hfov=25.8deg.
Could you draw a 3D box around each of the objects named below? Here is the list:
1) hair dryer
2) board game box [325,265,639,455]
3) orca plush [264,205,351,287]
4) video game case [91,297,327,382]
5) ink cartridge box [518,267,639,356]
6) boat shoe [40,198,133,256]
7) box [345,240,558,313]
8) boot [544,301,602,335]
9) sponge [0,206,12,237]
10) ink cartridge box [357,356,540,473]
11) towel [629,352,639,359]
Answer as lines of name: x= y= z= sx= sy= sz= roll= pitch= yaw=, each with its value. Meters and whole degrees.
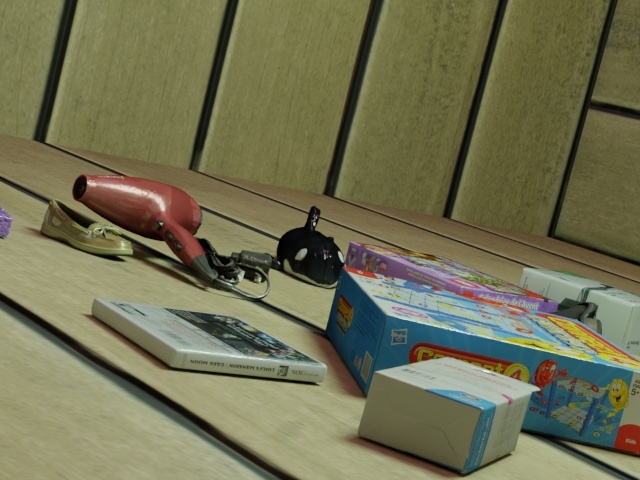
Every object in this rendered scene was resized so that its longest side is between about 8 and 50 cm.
hair dryer: x=-0.189 y=-0.020 z=1.850 sx=0.293 sy=0.080 sz=0.223 roll=24 pitch=4 yaw=-1
board game box: x=0.178 y=0.124 z=1.528 sx=0.301 sy=0.086 sz=0.308 roll=13 pitch=6 yaw=-10
orca plush: x=0.000 y=0.000 z=2.163 sx=0.151 sy=0.102 sz=0.287 roll=15 pitch=6 yaw=6
video game case: x=-0.114 y=0.099 z=1.394 sx=0.173 sy=0.022 sz=0.190 roll=9 pitch=7 yaw=-34
ink cartridge box: x=0.430 y=0.114 z=2.192 sx=0.208 sy=0.087 sz=0.153 roll=20 pitch=9 yaw=39
boat shoe: x=-0.308 y=-0.015 z=1.846 sx=0.153 sy=0.048 sz=0.056 roll=19 pitch=8 yaw=37
box: x=0.198 y=0.072 z=2.178 sx=0.201 sy=0.057 sz=0.293 roll=9 pitch=8 yaw=-36
boot: x=0.242 y=0.109 z=1.820 sx=0.229 sy=0.091 sz=0.263 roll=10 pitch=2 yaw=5
sponge: x=-0.502 y=-0.044 z=1.755 sx=0.210 sy=0.031 sz=0.117 roll=11 pitch=7 yaw=-29
ink cartridge box: x=0.120 y=0.153 z=1.253 sx=0.104 sy=0.062 sz=0.181 roll=17 pitch=7 yaw=24
towel: x=0.367 y=0.158 z=1.985 sx=0.237 sy=0.021 sz=0.102 roll=17 pitch=12 yaw=14
